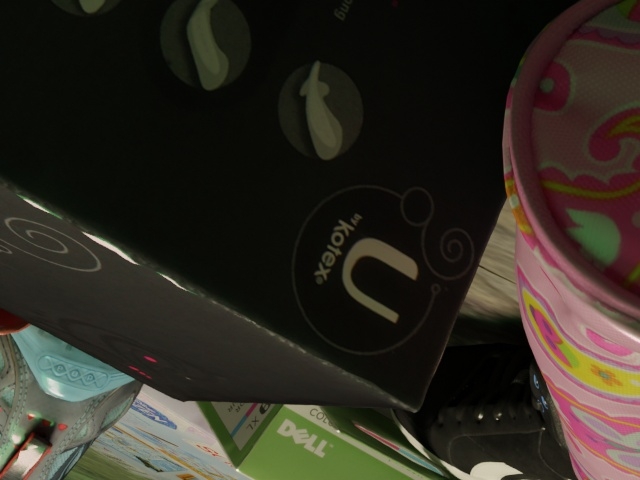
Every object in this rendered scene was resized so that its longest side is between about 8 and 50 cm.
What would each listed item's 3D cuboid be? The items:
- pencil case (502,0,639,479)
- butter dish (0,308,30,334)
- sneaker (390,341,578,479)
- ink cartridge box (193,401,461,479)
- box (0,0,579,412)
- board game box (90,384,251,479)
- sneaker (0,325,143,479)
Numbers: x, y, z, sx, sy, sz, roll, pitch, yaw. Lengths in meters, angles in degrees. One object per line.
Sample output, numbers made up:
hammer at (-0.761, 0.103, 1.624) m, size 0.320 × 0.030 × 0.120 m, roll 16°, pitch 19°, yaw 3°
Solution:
pencil case at (0.126, 0.020, 0.579) m, size 0.124 × 0.124 × 0.284 m, roll 19°, pitch 165°, yaw 19°
butter dish at (-0.142, -0.069, 0.671) m, size 0.160 × 0.160 × 0.118 m, roll 18°, pitch 141°, yaw 18°
sneaker at (0.105, 0.064, 0.861) m, size 0.217 × 0.079 × 0.121 m, roll 16°, pitch 149°, yaw 42°
ink cartridge box at (-0.001, 0.102, 1.001) m, size 0.109 × 0.062 × 0.209 m, roll 32°, pitch -174°, yaw -27°
box at (-0.088, -0.069, 0.540) m, size 0.270 × 0.143 × 0.165 m, roll 30°, pitch 164°, yaw -23°
board game box at (-0.129, 0.113, 1.366) m, size 0.318 × 0.066 × 0.318 m, roll 9°, pitch 158°, yaw 45°
sneaker at (-0.127, 0.021, 0.811) m, size 0.104 × 0.125 × 0.262 m, roll 23°, pitch -165°, yaw -12°
